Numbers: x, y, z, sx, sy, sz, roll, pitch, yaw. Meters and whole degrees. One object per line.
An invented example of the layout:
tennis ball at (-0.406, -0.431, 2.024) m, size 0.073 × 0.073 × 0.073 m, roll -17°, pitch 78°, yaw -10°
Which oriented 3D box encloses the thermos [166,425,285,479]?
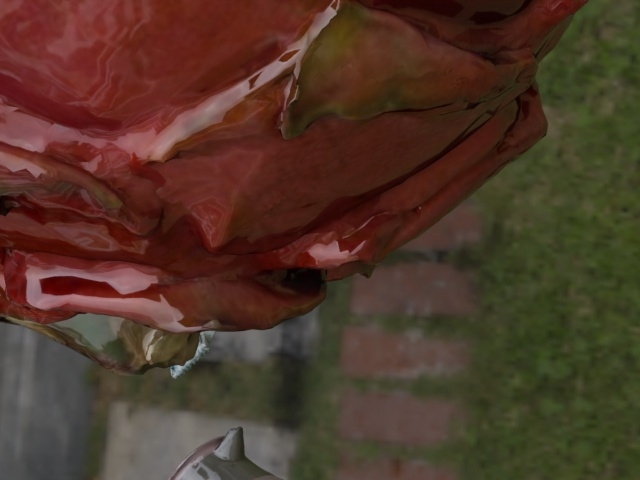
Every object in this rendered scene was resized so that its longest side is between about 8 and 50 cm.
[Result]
thermos at (-0.035, 0.223, 1.194) m, size 0.193 × 0.105 × 0.137 m, roll 44°, pitch 118°, yaw 25°

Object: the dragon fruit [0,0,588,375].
dragon fruit at (-0.046, -0.120, 0.514) m, size 0.277 × 0.277 × 0.342 m, roll 55°, pitch 136°, yaw 46°

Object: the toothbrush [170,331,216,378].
toothbrush at (0.000, 0.000, 0.874) m, size 0.204 × 0.017 × 0.022 m, roll -40°, pitch 29°, yaw 16°
